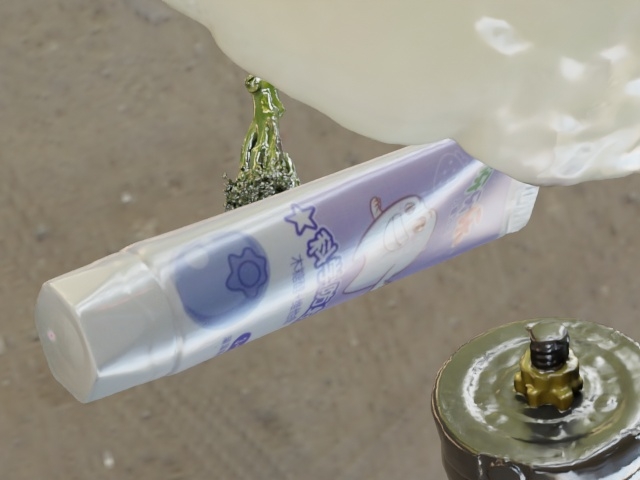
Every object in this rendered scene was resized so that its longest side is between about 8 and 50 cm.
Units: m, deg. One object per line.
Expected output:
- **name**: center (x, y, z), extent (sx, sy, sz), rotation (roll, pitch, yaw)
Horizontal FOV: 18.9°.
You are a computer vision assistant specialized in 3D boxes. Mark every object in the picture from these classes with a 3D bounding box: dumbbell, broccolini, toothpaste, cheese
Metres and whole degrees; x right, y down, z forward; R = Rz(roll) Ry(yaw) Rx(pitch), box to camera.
- **dumbbell**: center (0.185, 0.223, 1.563), extent (0.185, 0.185, 0.388), rotation (-54, 147, -45)
- **broccolini**: center (-0.048, -0.091, 1.511), extent (0.216, 0.067, 0.058), rotation (-97, -174, -46)
- **toothpaste**: center (0.000, 0.000, 1.198), extent (0.371, 0.125, 0.080), rotation (-22, 52, -32)
- **cheese**: center (0.075, -0.190, 0.637), extent (0.292, 0.153, 0.332), rotation (41, 47, 12)
